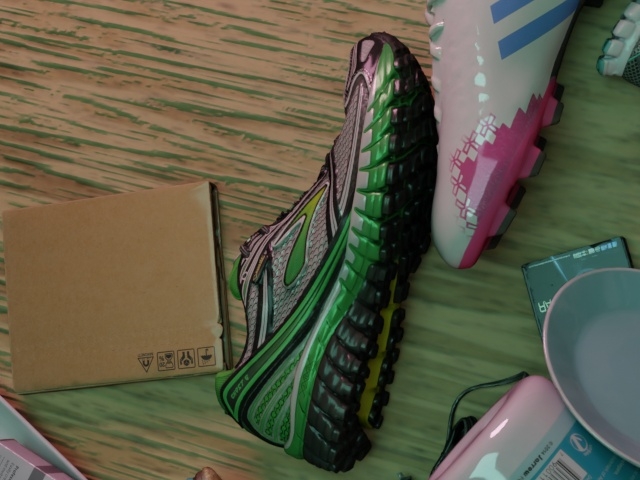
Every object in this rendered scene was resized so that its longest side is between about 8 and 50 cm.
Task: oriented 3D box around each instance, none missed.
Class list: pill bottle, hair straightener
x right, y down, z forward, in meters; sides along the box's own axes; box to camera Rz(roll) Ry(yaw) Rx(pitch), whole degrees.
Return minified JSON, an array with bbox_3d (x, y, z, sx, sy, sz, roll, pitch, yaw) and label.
[{"bbox_3d":[0.204,0.232,1.145,0.264,0.146,0.146,43,99,4],"label":"pill bottle"},{"bbox_3d":[0.098,0.199,1.249,0.089,0.047,0.230,28,94,19],"label":"hair straightener"}]

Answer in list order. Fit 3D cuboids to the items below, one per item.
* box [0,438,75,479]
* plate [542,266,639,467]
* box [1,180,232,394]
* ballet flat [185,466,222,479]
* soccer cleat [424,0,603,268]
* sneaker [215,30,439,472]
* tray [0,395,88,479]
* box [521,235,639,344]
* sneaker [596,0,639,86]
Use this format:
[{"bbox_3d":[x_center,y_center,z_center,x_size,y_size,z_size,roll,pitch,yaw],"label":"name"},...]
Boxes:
[{"bbox_3d":[-0.225,0.273,1.327,0.186,0.038,0.145,30,95,18],"label":"box"},{"bbox_3d":[0.244,0.100,1.161,0.188,0.188,0.024,46,138,17],"label":"plate"},{"bbox_3d":[-0.177,0.042,1.372,0.201,0.021,0.164,-7,83,19],"label":"box"},{"bbox_3d":[-0.055,0.355,1.264,0.123,0.123,0.348,-1,84,19],"label":"ballet flat"},{"bbox_3d":[0.128,-0.145,1.232,0.143,0.116,0.331,22,84,4],"label":"soccer cleat"},{"bbox_3d":[0.000,0.000,1.256,0.146,0.134,0.343,16,91,20],"label":"sneaker"},{"bbox_3d":[-0.289,0.215,1.390,0.270,0.030,0.145,40,99,18],"label":"tray"},{"bbox_3d":[0.205,0.040,1.242,0.083,0.018,0.067,-16,79,17],"label":"box"},{"bbox_3d":[0.282,-0.184,1.224,0.076,0.065,0.166,32,99,2],"label":"sneaker"}]
